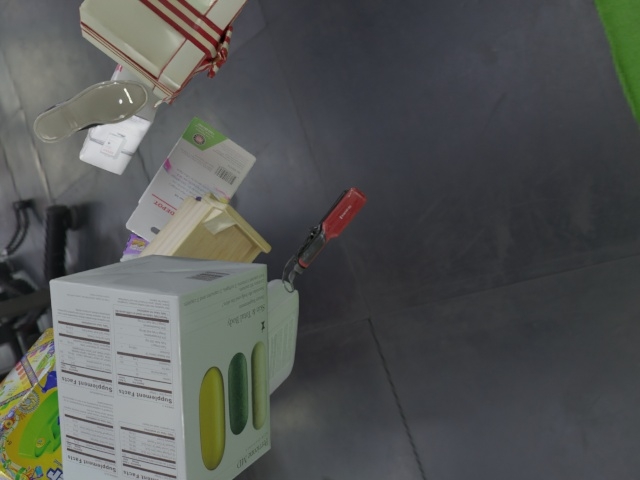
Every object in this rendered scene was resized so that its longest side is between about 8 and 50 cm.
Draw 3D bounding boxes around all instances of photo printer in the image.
[{"bbox_3d":[-0.160,0.255,1.588,0.107,0.307,0.256,14,113,20],"label":"photo printer"}]

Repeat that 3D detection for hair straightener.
[{"bbox_3d":[0.000,0.000,1.330,0.047,0.230,0.089,35,173,-13],"label":"hair straightener"}]

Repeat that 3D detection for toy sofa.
[{"bbox_3d":[-0.290,0.084,1.452,0.150,0.362,0.177,47,164,-33],"label":"toy sofa"}]

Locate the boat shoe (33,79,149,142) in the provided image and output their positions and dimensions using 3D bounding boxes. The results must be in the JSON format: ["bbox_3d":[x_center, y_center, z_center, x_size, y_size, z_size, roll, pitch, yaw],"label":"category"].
[{"bbox_3d":[-0.400,-0.234,1.240,0.065,0.206,0.075,-111,-1,-66],"label":"boat shoe"}]

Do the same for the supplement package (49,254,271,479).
[{"bbox_3d":[-0.197,0.167,0.912,0.198,0.199,0.262,4,100,26],"label":"supplement package"}]

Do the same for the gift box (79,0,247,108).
[{"bbox_3d":[-0.310,-0.409,1.389,0.258,0.276,0.255,36,177,-15],"label":"gift box"}]

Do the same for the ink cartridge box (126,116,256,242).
[{"bbox_3d":[-0.360,-0.138,1.959,0.353,0.207,0.119,-56,12,-1],"label":"ink cartridge box"}]

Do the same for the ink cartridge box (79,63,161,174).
[{"bbox_3d":[-0.479,-0.321,1.735,0.283,0.117,0.207,-37,37,53],"label":"ink cartridge box"}]

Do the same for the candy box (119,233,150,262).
[{"bbox_3d":[-0.554,0.090,2.246,0.070,0.165,0.196,113,169,-45],"label":"candy box"}]

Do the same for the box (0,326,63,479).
[{"bbox_3d":[-0.446,0.351,1.287,0.177,0.279,0.290,-13,126,45],"label":"box"}]
